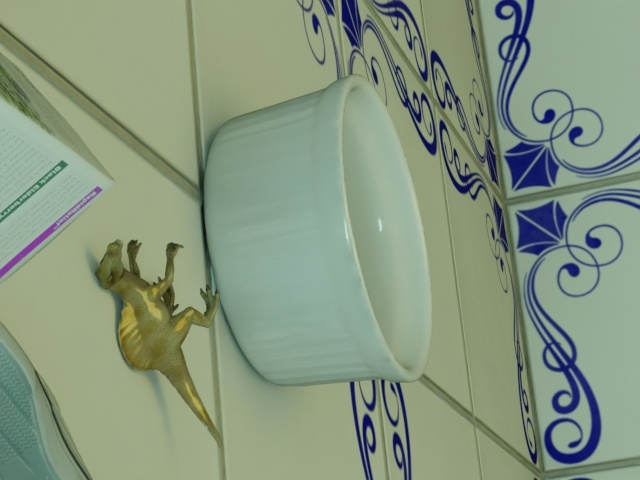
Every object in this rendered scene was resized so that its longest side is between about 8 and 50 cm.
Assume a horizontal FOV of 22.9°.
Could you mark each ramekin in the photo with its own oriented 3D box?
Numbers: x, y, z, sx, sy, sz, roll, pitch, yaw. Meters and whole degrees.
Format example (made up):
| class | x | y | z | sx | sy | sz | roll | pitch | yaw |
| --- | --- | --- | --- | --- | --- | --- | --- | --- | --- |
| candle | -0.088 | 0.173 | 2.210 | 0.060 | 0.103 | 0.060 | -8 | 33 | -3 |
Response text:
| class | x | y | z | sx | sy | sz | roll | pitch | yaw |
| --- | --- | --- | --- | --- | --- | --- | --- | --- | --- |
| ramekin | 0.000 | 0.000 | 1.417 | 0.277 | 0.135 | 0.277 | -11 | 90 | -74 |

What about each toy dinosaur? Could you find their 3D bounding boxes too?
| class | x | y | z | sx | sy | sz | roll | pitch | yaw |
| --- | --- | --- | --- | --- | --- | --- | --- | --- | --- |
| toy dinosaur | -0.116 | 0.065 | 1.156 | 0.183 | 0.053 | 0.093 | 62 | 37 | -26 |

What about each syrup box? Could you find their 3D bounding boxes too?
| class | x | y | z | sx | sy | sz | roll | pitch | yaw |
| --- | --- | --- | --- | --- | --- | --- | --- | --- | --- |
| syrup box | -0.192 | -0.057 | 0.717 | 0.093 | 0.096 | 0.237 | 49 | 1 | 19 |

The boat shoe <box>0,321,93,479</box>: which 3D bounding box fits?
| class | x | y | z | sx | sy | sz | roll | pitch | yaw |
| --- | --- | --- | --- | --- | --- | --- | --- | --- | --- |
| boat shoe | -0.181 | 0.106 | 0.856 | 0.076 | 0.083 | 0.226 | 51 | -15 | 58 |
